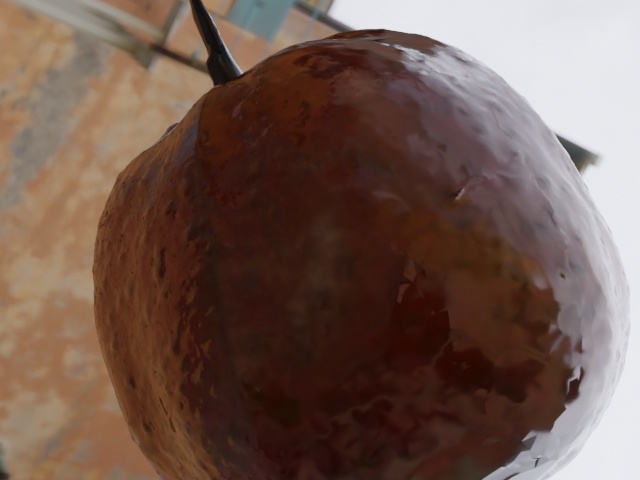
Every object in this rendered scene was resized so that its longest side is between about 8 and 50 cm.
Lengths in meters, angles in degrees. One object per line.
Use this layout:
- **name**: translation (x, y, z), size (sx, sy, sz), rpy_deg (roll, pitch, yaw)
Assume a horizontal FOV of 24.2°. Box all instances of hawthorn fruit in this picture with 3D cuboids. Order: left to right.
- **hawthorn fruit**: translation (0.000, 0.000, 0.717), size (0.254, 0.254, 0.300), rpy_deg (-35, -102, 32)
